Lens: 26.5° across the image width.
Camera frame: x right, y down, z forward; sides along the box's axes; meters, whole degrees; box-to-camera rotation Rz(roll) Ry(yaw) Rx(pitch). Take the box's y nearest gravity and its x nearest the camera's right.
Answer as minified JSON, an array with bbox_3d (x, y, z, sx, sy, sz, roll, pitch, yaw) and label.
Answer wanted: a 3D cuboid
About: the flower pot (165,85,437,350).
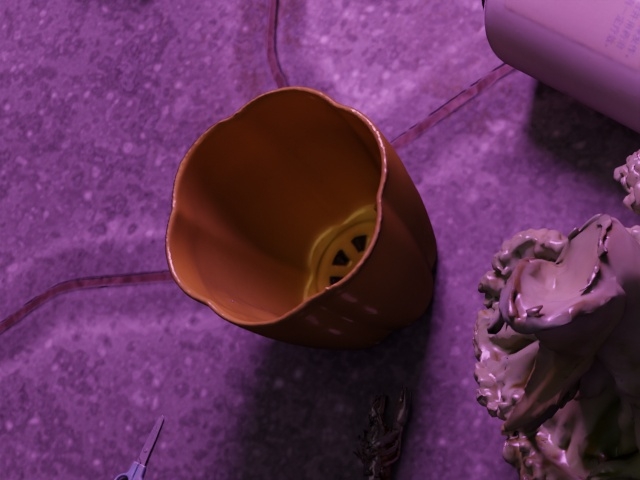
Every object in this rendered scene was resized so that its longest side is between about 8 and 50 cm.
[{"bbox_3d":[0.000,0.000,1.090,0.195,0.179,0.195,-10,66,24],"label":"flower pot"}]

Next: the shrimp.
[{"bbox_3d":[0.047,0.159,1.095,0.038,0.029,0.092,6,68,39],"label":"shrimp"}]

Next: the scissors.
[{"bbox_3d":[-0.157,0.193,1.205,0.036,0.006,0.083,20,81,31],"label":"scissors"}]

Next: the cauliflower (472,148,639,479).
[{"bbox_3d":[0.234,0.061,0.887,0.327,0.281,0.260,14,50,29],"label":"cauliflower"}]

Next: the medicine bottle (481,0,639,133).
[{"bbox_3d":[0.260,-0.150,1.027,0.258,0.143,0.143,36,90,35],"label":"medicine bottle"}]
